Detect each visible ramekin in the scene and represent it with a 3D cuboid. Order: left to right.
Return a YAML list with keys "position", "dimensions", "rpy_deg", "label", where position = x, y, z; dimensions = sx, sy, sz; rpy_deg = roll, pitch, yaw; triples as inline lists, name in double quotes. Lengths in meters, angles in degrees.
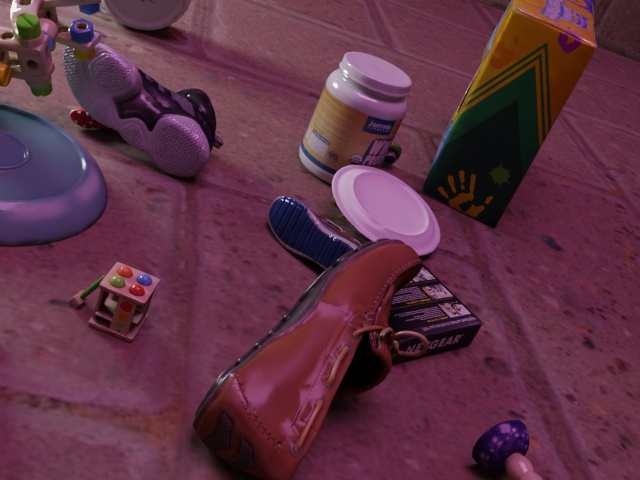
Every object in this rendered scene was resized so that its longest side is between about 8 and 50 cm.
- position: [-0.345, -0.513, 1.659]
  dimensions: [0.207, 0.207, 0.109]
  rpy_deg: [12, 40, -21]
  label: "ramekin"

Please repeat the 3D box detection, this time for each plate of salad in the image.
- position: [0.102, -0.044, 1.354]
  dimensions: [0.200, 0.048, 0.199]
  rpy_deg: [21, 37, -17]
  label: "plate of salad"

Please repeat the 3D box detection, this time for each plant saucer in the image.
- position: [-0.427, -0.104, 1.079]
  dimensions: [0.318, 0.043, 0.317]
  rpy_deg: [19, 29, -11]
  label: "plant saucer"

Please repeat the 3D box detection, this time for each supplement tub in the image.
- position: [0.060, -0.203, 1.437]
  dimensions: [0.144, 0.199, 0.144]
  rpy_deg: [18, 30, -11]
  label: "supplement tub"

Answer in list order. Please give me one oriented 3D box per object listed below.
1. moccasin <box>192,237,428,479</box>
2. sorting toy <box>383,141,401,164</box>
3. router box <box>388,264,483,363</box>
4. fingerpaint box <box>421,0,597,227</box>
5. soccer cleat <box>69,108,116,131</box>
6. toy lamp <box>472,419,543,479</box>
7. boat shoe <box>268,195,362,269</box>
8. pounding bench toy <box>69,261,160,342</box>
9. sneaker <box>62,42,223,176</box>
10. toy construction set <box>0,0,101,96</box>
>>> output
- position: [0.024, 0.119, 0.930]
  dimensions: [0.147, 0.139, 0.380]
  rpy_deg: [38, 35, 7]
  label: "moccasin"
- position: [0.108, -0.162, 1.552]
  dimensions: [0.102, 0.061, 0.042]
  rpy_deg: [38, 35, -40]
  label: "sorting toy"
- position: [0.113, 0.096, 1.139]
  dimensions: [0.179, 0.046, 0.133]
  rpy_deg: [-6, 41, -41]
  label: "router box"
- position: [0.369, -0.291, 1.636]
  dimensions: [0.163, 0.371, 0.445]
  rpy_deg: [26, 30, 4]
  label: "fingerpaint box"
- position: [-0.344, -0.186, 1.291]
  dimensions: [0.083, 0.029, 0.035]
  rpy_deg: [7, 25, -34]
  label: "soccer cleat"
- position: [0.254, 0.307, 0.862]
  dimensions: [0.080, 0.080, 0.274]
  rpy_deg: [3, 33, -33]
  label: "toy lamp"
- position: [0.000, 0.000, 1.208]
  dimensions: [0.183, 0.066, 0.066]
  rpy_deg: [40, 16, 30]
  label: "boat shoe"
- position: [-0.229, 0.059, 0.928]
  dimensions: [0.083, 0.065, 0.052]
  rpy_deg: [23, 29, -2]
  label: "pounding bench toy"
- position: [-0.264, -0.214, 1.295]
  dimensions: [0.268, 0.101, 0.153]
  rpy_deg: [43, 23, -4]
  label: "sneaker"
- position: [-0.477, -0.285, 1.152]
  dimensions: [0.328, 0.151, 0.215]
  rpy_deg: [2, 50, 13]
  label: "toy construction set"
